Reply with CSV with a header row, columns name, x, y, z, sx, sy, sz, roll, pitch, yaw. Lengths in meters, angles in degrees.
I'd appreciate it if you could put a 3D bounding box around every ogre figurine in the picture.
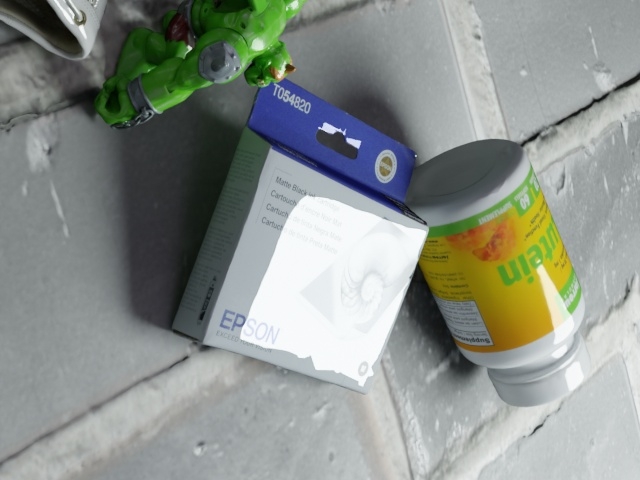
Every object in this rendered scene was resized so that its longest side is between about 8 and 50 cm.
name,x,y,z,sx,sy,sz,roll,pitch,yaw
ogre figurine,-0.082,-0.157,1.010,0.197,0.118,0.097,-29,107,-49

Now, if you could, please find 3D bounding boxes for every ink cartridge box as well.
name,x,y,z,sx,sy,sz,roll,pitch,yaw
ink cartridge box,0.000,0.000,1.099,0.223,0.045,0.224,23,85,-48

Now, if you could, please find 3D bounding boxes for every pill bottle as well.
name,x,y,z,sx,sy,sz,roll,pitch,yaw
pill bottle,0.177,0.037,1.289,0.136,0.136,0.246,-50,122,-43

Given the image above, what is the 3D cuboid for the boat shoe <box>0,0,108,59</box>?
name,x,y,z,sx,sy,sz,roll,pitch,yaw
boat shoe,-0.235,-0.190,0.839,0.277,0.098,0.096,21,68,-49
